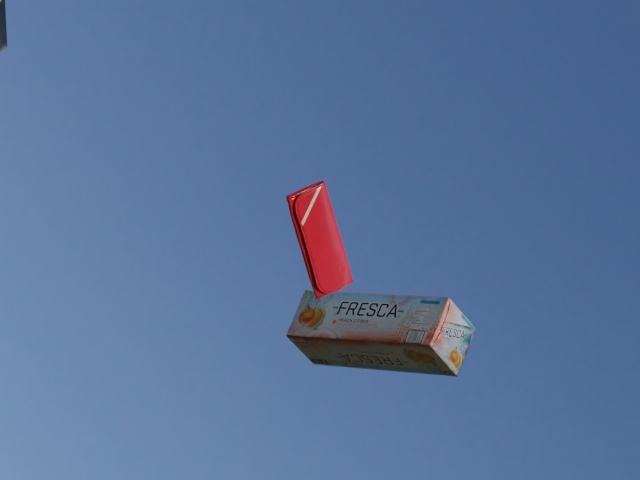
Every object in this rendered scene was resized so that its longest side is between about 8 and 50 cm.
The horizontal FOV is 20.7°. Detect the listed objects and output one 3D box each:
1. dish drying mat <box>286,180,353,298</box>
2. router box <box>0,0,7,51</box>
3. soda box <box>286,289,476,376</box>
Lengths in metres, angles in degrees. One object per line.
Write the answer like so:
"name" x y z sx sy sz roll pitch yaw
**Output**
"dish drying mat" 0.000 0.000 1.251 0.008 0.032 0.083 28 -40 58
"router box" -0.217 -0.093 0.792 0.046 0.179 0.133 32 -35 16
"soda box" 0.059 0.091 1.744 0.183 0.058 0.063 2 -33 38
